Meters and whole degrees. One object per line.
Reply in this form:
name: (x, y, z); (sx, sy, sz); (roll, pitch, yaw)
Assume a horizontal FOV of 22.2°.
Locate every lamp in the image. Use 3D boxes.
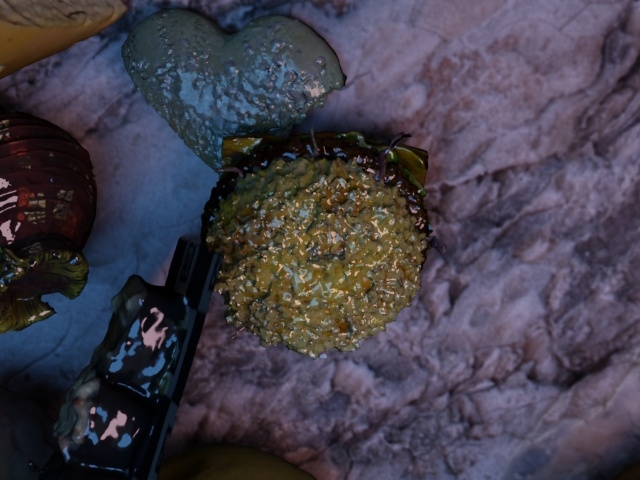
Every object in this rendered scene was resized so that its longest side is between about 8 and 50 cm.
lamp: (-0.332, -0.022, 1.638); (0.247, 0.247, 0.247); (4, 109, 12)

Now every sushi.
sushi: (-0.215, 0.166, 1.568); (0.100, 0.296, 0.373); (17, 90, -13)

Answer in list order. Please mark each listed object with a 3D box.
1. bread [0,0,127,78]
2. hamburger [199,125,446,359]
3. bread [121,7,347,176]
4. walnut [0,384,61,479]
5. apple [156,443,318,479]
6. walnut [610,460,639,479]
bread: (-0.354, -0.234, 1.587); (0.211, 0.224, 0.183); (-25, 95, 28)
hamburger: (0.000, 0.000, 1.590); (0.243, 0.138, 0.261); (0, 120, 0)
bread: (-0.094, -0.144, 1.628); (0.232, 0.064, 0.172); (8, 108, 12)
walnut: (-0.368, 0.280, 1.737); (0.248, 0.248, 0.248); (4, 109, 12)
apple: (-0.102, 0.362, 1.699); (0.292, 0.254, 0.292); (6, 109, 17)
walnut: (0.316, 0.402, 1.563); (0.383, 0.383, 0.383); (4, 109, 12)
